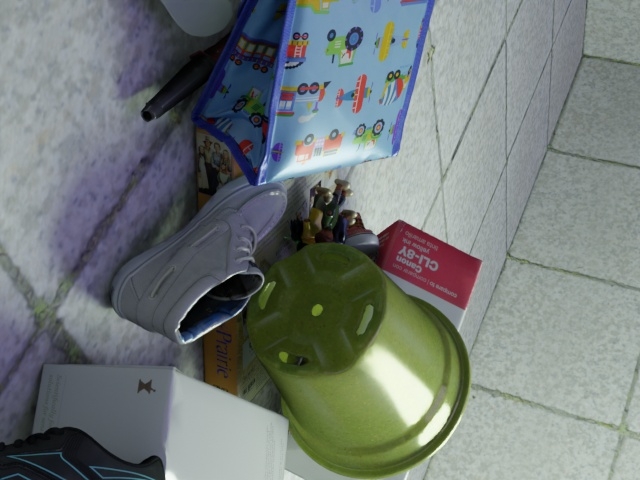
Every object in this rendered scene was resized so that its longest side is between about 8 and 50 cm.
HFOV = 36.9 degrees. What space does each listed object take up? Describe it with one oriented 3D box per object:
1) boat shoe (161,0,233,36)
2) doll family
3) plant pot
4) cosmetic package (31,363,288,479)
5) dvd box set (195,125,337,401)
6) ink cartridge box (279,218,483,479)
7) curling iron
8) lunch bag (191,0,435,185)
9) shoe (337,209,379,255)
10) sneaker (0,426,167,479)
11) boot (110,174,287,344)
[{"bbox_3d":[-0.149,-0.281,0.911,0.219,0.077,0.070,62,5,-64],"label":"boat shoe"},{"bbox_3d":[0.000,0.000,1.300,0.193,0.076,0.111,71,35,-61],"label":"doll family"},{"bbox_3d":[0.033,0.139,1.237,0.276,0.276,0.254,-67,150,-20],"label":"plant pot"},{"bbox_3d":[-0.164,0.262,1.063,0.365,0.155,0.197,48,45,-65],"label":"cosmetic package"},{"bbox_3d":[-0.064,-0.014,1.315,0.307,0.062,0.420,-48,146,-51],"label":"dvd box set"},{"bbox_3d":[0.077,0.196,1.524,0.385,0.160,0.279,-67,-169,-21],"label":"ink cartridge box"},{"bbox_3d":[-0.122,-0.207,1.061,0.274,0.035,0.068,-52,176,-43],"label":"curling iron"},{"bbox_3d":[0.017,-0.224,1.025,0.221,0.138,0.293,-16,141,-41],"label":"lunch bag"},{"bbox_3d":[0.045,-0.012,1.515,0.178,0.063,0.081,137,-48,-72],"label":"shoe"},{"bbox_3d":[-0.251,0.208,0.805,0.267,0.101,0.106,22,61,-27],"label":"sneaker"},{"bbox_3d":[-0.099,0.022,1.062,0.258,0.123,0.095,-41,137,-29],"label":"boot"}]
